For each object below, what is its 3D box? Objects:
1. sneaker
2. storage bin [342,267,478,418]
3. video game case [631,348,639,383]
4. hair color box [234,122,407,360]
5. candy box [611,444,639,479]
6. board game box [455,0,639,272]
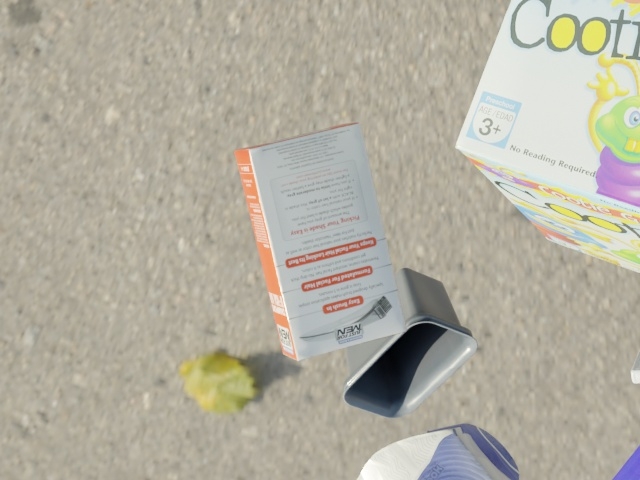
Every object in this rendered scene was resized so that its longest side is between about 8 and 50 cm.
[{"bbox_3d":[0.099,0.296,1.716,0.315,0.182,0.127,-40,81,30],"label":"sneaker"},{"bbox_3d":[0.085,0.098,1.479,0.098,0.091,0.135,22,127,-30],"label":"storage bin"},{"bbox_3d":[0.406,0.105,1.547,0.143,0.157,0.019,-5,109,24],"label":"video game case"},{"bbox_3d":[0.000,0.000,1.158,0.093,0.053,0.167,-14,96,-14],"label":"hair color box"},{"bbox_3d":[0.296,0.326,1.146,0.317,0.268,0.122,-52,140,2],"label":"candy box"},{"bbox_3d":[0.197,-0.066,0.886,0.144,0.275,0.142,20,86,21],"label":"board game box"}]
